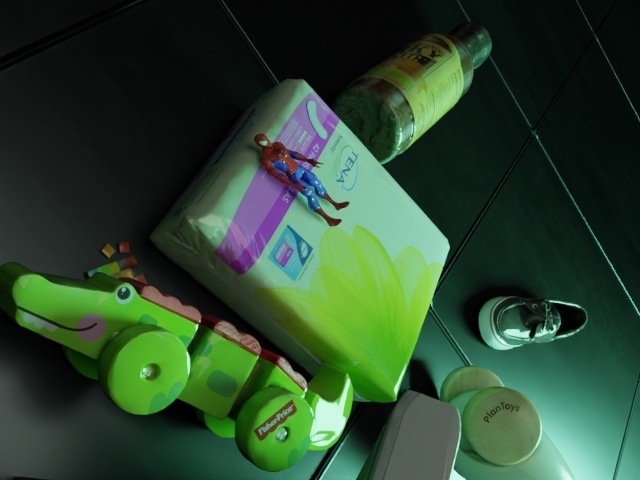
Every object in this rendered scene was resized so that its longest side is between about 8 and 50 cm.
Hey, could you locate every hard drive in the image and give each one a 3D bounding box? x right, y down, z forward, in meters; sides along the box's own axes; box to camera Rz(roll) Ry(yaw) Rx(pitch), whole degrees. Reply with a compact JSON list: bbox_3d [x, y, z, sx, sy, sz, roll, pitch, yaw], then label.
[{"bbox_3d":[0.014,0.282,0.467,0.047,0.353,0.233,19,56,8],"label":"hard drive"}]

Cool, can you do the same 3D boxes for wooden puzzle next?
[{"bbox_3d":[-0.180,0.043,0.576,0.049,0.006,0.083,-24,93,-44],"label":"wooden puzzle"}]

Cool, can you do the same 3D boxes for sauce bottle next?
[{"bbox_3d":[0.142,-0.222,0.888,0.111,0.111,0.344,57,46,-12],"label":"sauce bottle"}]

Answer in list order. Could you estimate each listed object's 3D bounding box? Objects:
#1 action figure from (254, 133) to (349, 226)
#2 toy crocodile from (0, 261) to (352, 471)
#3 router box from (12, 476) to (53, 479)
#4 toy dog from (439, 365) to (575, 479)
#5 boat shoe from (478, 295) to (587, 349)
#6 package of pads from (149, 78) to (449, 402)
[{"bbox_3d":[-0.019,-0.061,0.604,0.115,0.030,0.038,40,60,-22],"label":"action figure"},{"bbox_3d":[-0.102,0.102,0.536,0.340,0.115,0.105,35,75,-30],"label":"toy crocodile"},{"bbox_3d":[-0.186,0.219,0.393,0.046,0.179,0.133,48,49,-23],"label":"router box"},{"bbox_3d":[0.226,0.308,0.743,0.334,0.161,0.220,54,-1,24],"label":"toy dog"},{"bbox_3d":[0.330,0.121,0.963,0.228,0.076,0.080,8,70,-41],"label":"boat shoe"},{"bbox_3d":[0.000,0.000,0.689,0.296,0.101,0.229,45,52,-23],"label":"package of pads"}]
